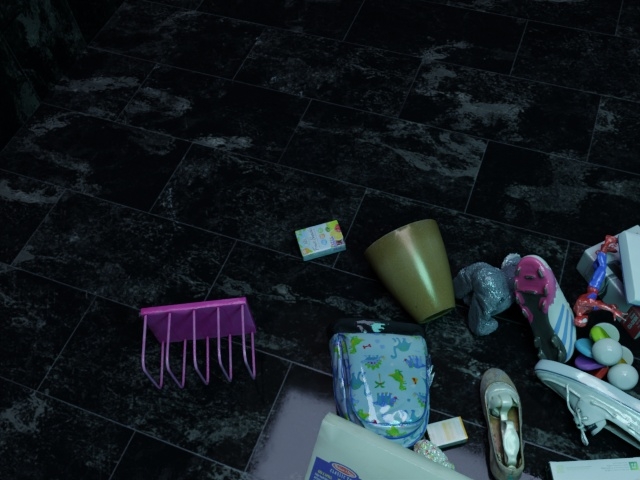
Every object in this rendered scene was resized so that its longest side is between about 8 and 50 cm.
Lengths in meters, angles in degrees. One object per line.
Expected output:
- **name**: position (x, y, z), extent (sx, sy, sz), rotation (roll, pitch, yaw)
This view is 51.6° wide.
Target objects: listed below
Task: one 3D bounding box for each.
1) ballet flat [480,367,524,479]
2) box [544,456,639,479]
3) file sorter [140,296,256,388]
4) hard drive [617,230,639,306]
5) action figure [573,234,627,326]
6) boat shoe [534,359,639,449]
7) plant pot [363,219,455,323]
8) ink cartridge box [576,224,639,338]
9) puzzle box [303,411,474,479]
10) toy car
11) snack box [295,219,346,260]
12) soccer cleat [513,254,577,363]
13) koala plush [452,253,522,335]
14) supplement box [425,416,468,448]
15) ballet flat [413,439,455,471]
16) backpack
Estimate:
- **ballet flat**: position (0.485, 0.469, 1.731), extent (0.108, 0.106, 0.315), rotation (-3, 57, 3)
- **box**: position (0.696, 0.696, 1.598), extent (0.233, 0.058, 0.321), rotation (-3, 56, 2)
- **file sorter**: position (-0.334, 0.298, 1.851), extent (0.291, 0.202, 0.182), rotation (-6, 58, 0)
- **hard drive**: position (0.968, 0.104, 1.797), extent (0.319, 0.040, 0.210), rotation (13, 60, -11)
- **action figure**: position (0.788, 0.133, 1.810), extent (0.139, 0.091, 0.280), rotation (26, 69, 22)
- **boat shoe**: position (0.711, 0.453, 1.716), extent (0.367, 0.136, 0.156), rotation (27, 76, 22)
- **plant pot**: position (0.285, 0.106, 1.935), extent (0.237, 0.237, 0.254), rotation (-21, 73, -9)
- **ink cartridge box**: position (0.915, 0.116, 1.921), extent (0.197, 0.114, 0.272), rotation (-24, 58, -10)
- **puzzle box**: position (0.158, 0.613, 1.587), extent (0.409, 0.272, 0.052), rotation (22, 21, 17)
- **toy car**: position (0.759, 0.321, 1.784), extent (0.136, 0.159, 0.182), rotation (-31, 97, 25)
- **snack box**: position (0.000, 0.000, 2.115), extent (0.141, 0.037, 0.100), rotation (-15, 56, -5)
- **soccer cleat**: position (0.622, 0.178, 1.819), extent (0.116, 0.331, 0.143), rotation (-4, 20, 46)
- **koala plush**: position (0.526, 0.136, 1.910), extent (0.221, 0.203, 0.196), rotation (-12, 57, -17)
- **supplement box**: position (0.333, 0.512, 1.756), extent (0.099, 0.036, 0.062), rotation (-12, 57, -4)
- **ballet flat**: position (0.295, 0.599, 1.606), extent (0.091, 0.077, 0.240), rotation (-25, 98, 21)
- **backpack**: position (0.163, 0.386, 1.746), extent (0.290, 0.273, 0.355), rotation (7, 70, -8)
